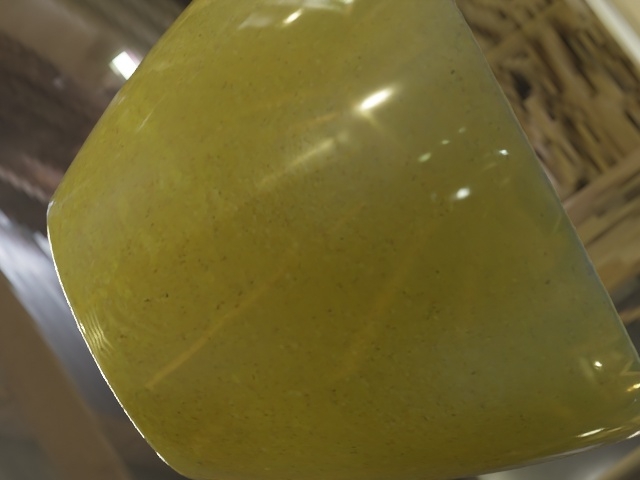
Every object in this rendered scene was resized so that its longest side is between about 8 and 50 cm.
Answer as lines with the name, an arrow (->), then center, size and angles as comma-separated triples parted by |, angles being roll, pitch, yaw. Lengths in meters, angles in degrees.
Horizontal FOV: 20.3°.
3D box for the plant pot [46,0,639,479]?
plant pot -> 0.000, 0.000, 0.380 | 0.134, 0.095, 0.134 | 61, -174, -12
